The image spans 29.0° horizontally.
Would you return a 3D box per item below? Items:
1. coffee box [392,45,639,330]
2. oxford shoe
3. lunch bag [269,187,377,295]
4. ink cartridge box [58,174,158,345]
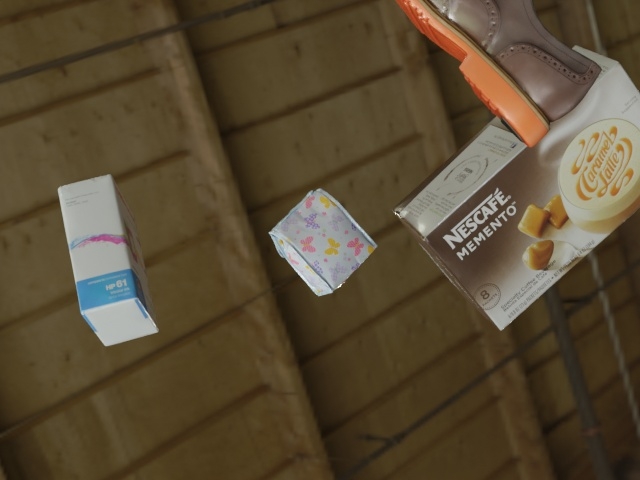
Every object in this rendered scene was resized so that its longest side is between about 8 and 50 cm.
[{"bbox_3d":[0.212,-0.052,1.209,0.246,0.098,0.141,-41,-65,0],"label":"coffee box"},{"bbox_3d":[0.128,-0.209,1.064,0.271,0.098,0.097,51,-172,11],"label":"oxford shoe"},{"bbox_3d":[0.000,0.000,1.198,0.083,0.053,0.071,48,-110,-11],"label":"lunch bag"},{"bbox_3d":[-0.184,0.017,1.074,0.088,0.052,0.122,78,175,-66],"label":"ink cartridge box"}]
